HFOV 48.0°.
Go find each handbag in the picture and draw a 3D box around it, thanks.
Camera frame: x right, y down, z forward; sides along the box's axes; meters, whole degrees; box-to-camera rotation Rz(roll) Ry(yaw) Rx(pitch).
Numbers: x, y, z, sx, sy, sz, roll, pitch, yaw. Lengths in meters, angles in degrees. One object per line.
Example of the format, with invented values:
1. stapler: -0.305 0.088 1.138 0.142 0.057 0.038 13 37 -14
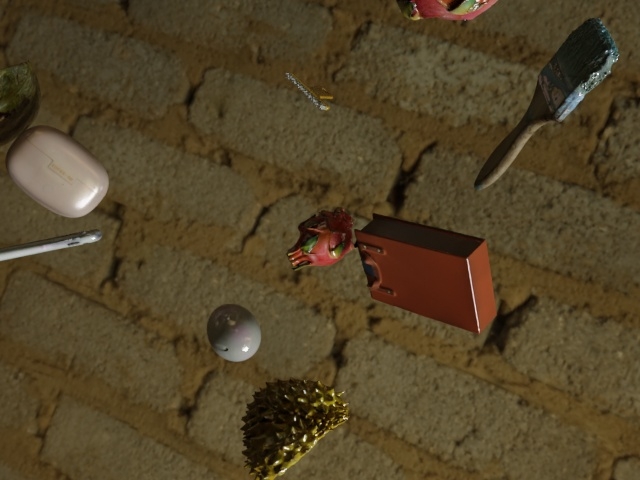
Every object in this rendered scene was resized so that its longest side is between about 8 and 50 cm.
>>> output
1. handbag: 0.139 0.041 0.976 0.190 0.063 0.127 14 133 41

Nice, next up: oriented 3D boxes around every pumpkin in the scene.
1. pumpkin: -0.636 -0.273 1.458 0.169 0.148 0.312 -10 -157 26

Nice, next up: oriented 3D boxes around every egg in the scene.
1. egg: -0.172 0.180 1.421 0.103 0.103 0.135 23 -165 -38

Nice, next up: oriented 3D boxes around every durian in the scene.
1. durian: -0.055 0.309 1.167 0.132 0.165 0.182 19 160 -40

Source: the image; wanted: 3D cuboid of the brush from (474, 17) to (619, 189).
1. brush: 0.196 -0.111 0.657 0.021 0.196 0.070 14 -133 -18

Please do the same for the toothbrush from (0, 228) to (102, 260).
1. toothbrush: -0.494 0.020 0.967 0.418 0.040 0.042 -11 -171 7

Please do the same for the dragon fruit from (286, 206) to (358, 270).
1. dragon fruit: -0.001 0.001 1.093 0.081 0.116 0.086 57 170 -21

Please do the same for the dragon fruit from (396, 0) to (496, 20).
1. dragon fruit: 0.244 -0.561 1.385 0.290 0.291 0.189 22 -155 27

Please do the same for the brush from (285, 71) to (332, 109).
1. brush: -0.009 -0.315 1.525 0.103 0.013 0.272 44 -164 -1

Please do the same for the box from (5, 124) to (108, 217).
1. box: -0.526 -0.137 1.443 0.200 0.146 0.088 41 178 -28
